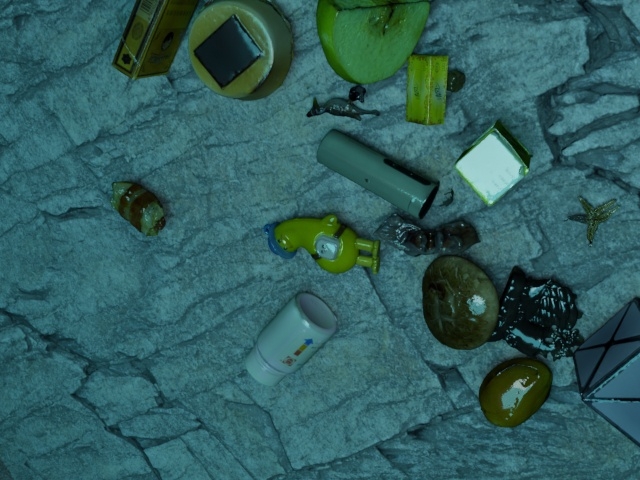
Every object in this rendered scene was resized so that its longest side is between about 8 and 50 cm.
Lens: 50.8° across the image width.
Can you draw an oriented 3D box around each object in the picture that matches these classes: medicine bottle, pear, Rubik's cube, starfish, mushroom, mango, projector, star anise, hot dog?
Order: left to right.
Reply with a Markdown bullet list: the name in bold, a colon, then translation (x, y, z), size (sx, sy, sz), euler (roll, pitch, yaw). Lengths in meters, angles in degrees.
- **hot dog**: translation (-0.570, -0.108, 2.120), size (0.213, 0.103, 0.146), euler (43, 136, 10)
- **medicine bottle**: translation (-0.096, 0.308, 2.061), size (0.170, 0.170, 0.293), euler (42, 114, 1)
- **pear**: translation (0.113, -0.528, 1.710), size (0.292, 0.292, 0.159), euler (-56, 44, 24)
- **projector**: translation (0.151, -0.181, 1.825), size (0.337, 0.108, 0.108), euler (31, 114, 17)
- **star anise**: translation (0.281, -0.011, 1.833), size (0.257, 0.198, 0.110), euler (3, 87, 31)
- **mushroom**: translation (0.374, 0.173, 1.861), size (0.278, 0.146, 0.278), euler (31, 131, 43)
- **medicine bottle**: translation (0.435, -0.198, 1.682), size (0.137, 0.250, 0.141), euler (45, 112, 1)
- **mango**: translation (0.552, 0.426, 1.911), size (0.166, 0.136, 0.236), euler (46, 112, 0)
- **starfish**: translation (0.704, -0.049, 1.754), size (0.133, 0.041, 0.130), euler (4, 100, 23)
- **Rubik's cube**: translation (0.829, 0.343, 1.723), size (0.259, 0.260, 0.255), euler (39, 112, 3)

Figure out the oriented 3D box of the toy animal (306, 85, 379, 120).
- **toy animal**: translation (0.054, -0.366, 1.848), size (0.202, 0.070, 0.105), euler (-9, 123, 16)

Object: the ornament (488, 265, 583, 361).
- **ornament**: translation (0.610, 0.216, 1.850), size (0.260, 0.106, 0.251), euler (17, 115, 7)

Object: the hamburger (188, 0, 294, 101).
- **hamburger**: translation (-0.212, -0.524, 1.826), size (0.302, 0.170, 0.302), euler (7, 114, 16)

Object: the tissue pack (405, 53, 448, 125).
- **tissue pack**: translation (0.273, -0.391, 1.746), size (0.095, 0.062, 0.176), euler (28, 122, 54)

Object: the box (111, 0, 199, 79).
- **box**: translation (-0.443, -0.600, 1.859), size (0.084, 0.193, 0.301), euler (34, 115, 5)

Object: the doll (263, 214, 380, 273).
- **doll**: translation (0.000, 0.000, 1.944), size (0.363, 0.145, 0.199), euler (13, 124, 19)

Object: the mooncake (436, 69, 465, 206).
- **mooncake**: translation (0.336, -0.270, 1.793), size (0.150, 0.057, 0.346), euler (-24, 117, -19)
